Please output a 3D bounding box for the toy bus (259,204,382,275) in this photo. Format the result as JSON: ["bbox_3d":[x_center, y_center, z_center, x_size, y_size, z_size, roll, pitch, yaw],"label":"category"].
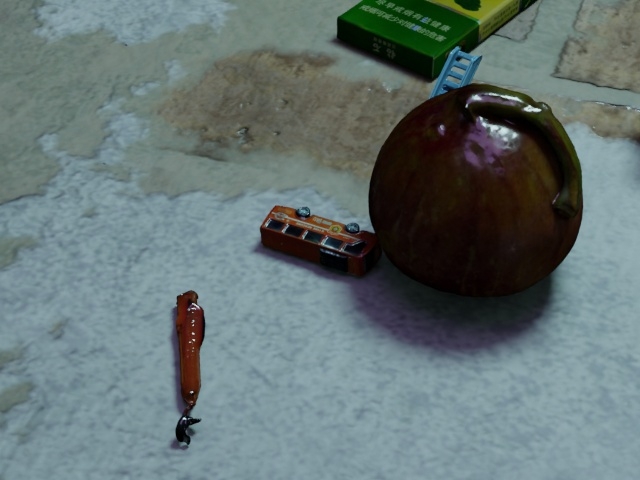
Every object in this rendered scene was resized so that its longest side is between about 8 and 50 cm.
[{"bbox_3d":[0.000,0.000,1.403,0.110,0.031,0.043,17,46,22],"label":"toy bus"}]

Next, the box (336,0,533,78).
[{"bbox_3d":[0.140,-0.264,1.707,0.132,0.034,0.235,26,47,28],"label":"box"}]

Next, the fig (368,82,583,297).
[{"bbox_3d":[0.142,-0.051,1.341,0.205,0.205,0.205,0,41,0],"label":"fig"}]

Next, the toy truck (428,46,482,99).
[{"bbox_3d":[0.135,-0.142,1.522,0.056,0.090,0.073,26,47,27],"label":"toy truck"}]

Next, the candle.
[{"bbox_3d":[-0.109,0.103,1.291,0.026,0.021,0.167,-3,40,-2],"label":"candle"}]
